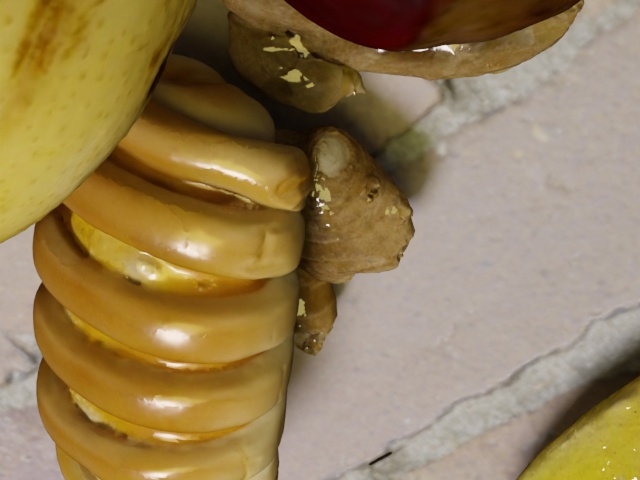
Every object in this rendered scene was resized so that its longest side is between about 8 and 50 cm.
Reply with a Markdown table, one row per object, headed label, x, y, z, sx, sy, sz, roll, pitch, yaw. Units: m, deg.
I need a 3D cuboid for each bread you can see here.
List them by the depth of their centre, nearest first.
| label | x | y | z | sx | sy | sz | roll | pitch | yaw |
| --- | --- | --- | --- | --- | --- | --- | --- | --- | --- |
| bread | -0.092 | 0.049 | 0.983 | 0.173 | 0.121 | 0.311 | 34 | 131 | 40 |

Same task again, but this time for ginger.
| label | x | y | z | sx | sy | sz | roll | pitch | yaw |
| --- | --- | --- | --- | --- | --- | --- | --- | --- | --- |
| ginger | 0.030 | -0.133 | 0.916 | 0.214 | 0.059 | 0.133 | -6 | 125 | 14 |
| ginger | 0.008 | 0.002 | 0.999 | 0.096 | 0.067 | 0.165 | 15 | 134 | 16 |

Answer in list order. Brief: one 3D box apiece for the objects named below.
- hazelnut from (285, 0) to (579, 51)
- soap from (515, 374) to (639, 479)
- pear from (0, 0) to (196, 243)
| label | x | y | z | sx | sy | sz | roll | pitch | yaw |
| --- | --- | --- | --- | --- | --- | --- | --- | --- | --- |
| hazelnut | 0.056 | -0.199 | 0.785 | 0.230 | 0.229 | 0.229 | 4 | 122 | 7 |
| soap | 0.297 | 0.169 | 1.025 | 0.306 | 0.115 | 0.427 | 35 | 123 | -19 |
| pear | -0.214 | -0.145 | 0.728 | 0.348 | 0.348 | 0.348 | 4 | 122 | 7 |
